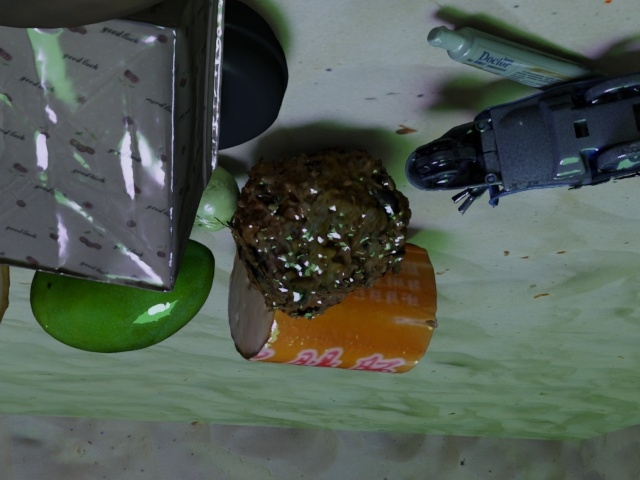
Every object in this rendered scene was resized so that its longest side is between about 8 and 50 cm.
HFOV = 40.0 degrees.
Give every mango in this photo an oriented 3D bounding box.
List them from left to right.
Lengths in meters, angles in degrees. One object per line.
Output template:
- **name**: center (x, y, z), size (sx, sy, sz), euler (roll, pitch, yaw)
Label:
- **mango**: center (-0.297, 0.065, 1.349), size (0.382, 0.201, 0.225), euler (-10, -164, 43)

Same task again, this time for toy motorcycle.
- **toy motorcycle**: center (0.286, -0.110, 1.077), size (0.359, 0.125, 0.213), euler (-10, 171, 15)

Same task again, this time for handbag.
- **handbag**: center (-0.187, -0.172, 0.971), size (0.308, 0.093, 0.254), euler (-6, 156, 11)

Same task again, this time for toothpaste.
- **toothpaste**: center (0.222, -0.201, 0.997), size (0.256, 0.037, 0.067), euler (9, 158, -33)

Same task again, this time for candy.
- **candy**: center (-0.199, -0.034, 1.343), size (0.093, 0.092, 0.335), euler (21, 160, -16)

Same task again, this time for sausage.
- **sausage**: center (0.014, 0.097, 1.453), size (0.287, 0.233, 0.233), euler (10, 155, -22)

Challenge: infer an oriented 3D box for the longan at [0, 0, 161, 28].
- **longan**: center (-0.162, -0.260, 0.505), size (0.350, 0.288, 0.288), euler (13, 167, 33)

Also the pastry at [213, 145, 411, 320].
- **pastry**: center (0.000, 0.000, 1.194), size (0.275, 0.192, 0.274), euler (0, 125, 0)

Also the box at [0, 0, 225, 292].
- **box**: center (-0.213, -0.129, 0.773), size (0.225, 0.190, 0.297), euler (9, 133, -1)

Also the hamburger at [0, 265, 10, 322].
- **hamburger**: center (-0.624, 0.045, 1.283), size (0.187, 0.260, 0.302), euler (-7, 139, 23)
